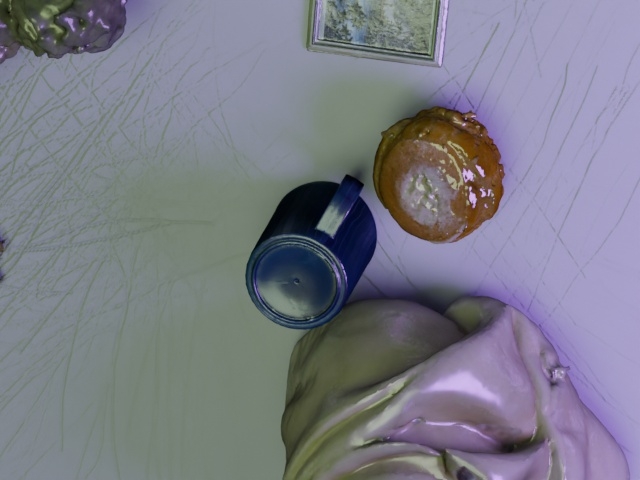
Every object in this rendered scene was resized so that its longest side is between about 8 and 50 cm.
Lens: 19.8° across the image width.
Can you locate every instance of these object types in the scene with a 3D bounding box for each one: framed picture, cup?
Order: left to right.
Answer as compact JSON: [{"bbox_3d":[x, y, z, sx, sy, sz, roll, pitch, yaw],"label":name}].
[{"bbox_3d":[-0.010,0.001,1.871,0.113,0.138,0.150,4,113,12],"label":"cup"},{"bbox_3d":[0.060,-0.266,1.816,0.142,0.011,0.183,9,113,10],"label":"framed picture"}]

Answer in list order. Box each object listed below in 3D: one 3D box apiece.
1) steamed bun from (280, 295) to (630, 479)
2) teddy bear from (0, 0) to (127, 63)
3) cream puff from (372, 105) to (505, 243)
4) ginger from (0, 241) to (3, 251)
[{"bbox_3d":[0.110,0.239,1.880,0.342,0.255,0.368,-28,102,24],"label":"steamed bun"},{"bbox_3d":[-0.403,-0.319,1.800,0.357,0.224,0.367,-18,106,-1],"label":"teddy bear"},{"bbox_3d":[0.122,-0.067,1.833,0.126,0.103,0.144,0,112,27],"label":"cream puff"},{"bbox_3d":[-0.369,0.007,2.019,0.048,0.030,0.097,-7,110,45],"label":"ginger"}]
